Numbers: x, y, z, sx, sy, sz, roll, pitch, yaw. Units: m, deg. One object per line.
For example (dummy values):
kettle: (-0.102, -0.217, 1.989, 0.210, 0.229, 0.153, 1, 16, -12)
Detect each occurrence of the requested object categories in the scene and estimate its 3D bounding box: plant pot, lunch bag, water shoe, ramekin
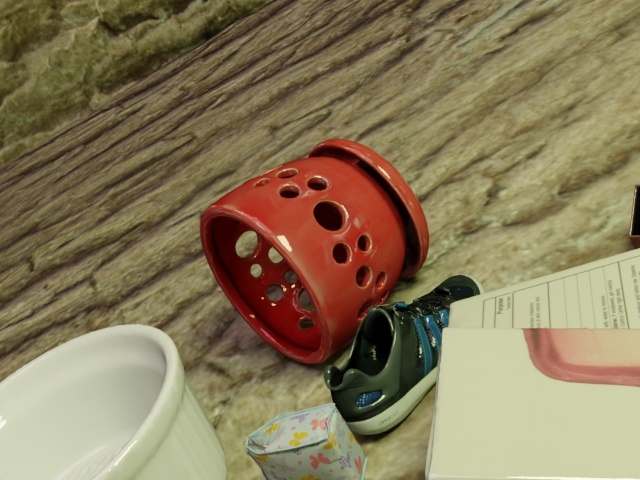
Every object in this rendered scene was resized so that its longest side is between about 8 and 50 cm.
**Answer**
plant pot: (0.000, 0.000, 1.025, 0.174, 0.191, 0.191, -39, 28, -25)
lunch bag: (-0.013, 0.180, 0.847, 0.083, 0.071, 0.053, -19, 29, 20)
water shoe: (0.083, 0.084, 0.913, 0.073, 0.080, 0.203, 1, 39, 45)
ramekin: (-0.220, 0.216, 0.918, 0.277, 0.135, 0.277, -23, 26, 12)

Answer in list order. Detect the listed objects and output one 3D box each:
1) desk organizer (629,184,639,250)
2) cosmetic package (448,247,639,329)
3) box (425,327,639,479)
desk organizer: (0.334, -0.021, 0.883, 0.130, 0.050, 0.047, -3, 36, 43)
cosmetic package: (0.244, 0.091, 0.687, 0.296, 0.129, 0.153, -17, 30, 22)
box: (0.181, 0.140, 0.561, 0.232, 0.149, 0.127, 0, 35, 11)
